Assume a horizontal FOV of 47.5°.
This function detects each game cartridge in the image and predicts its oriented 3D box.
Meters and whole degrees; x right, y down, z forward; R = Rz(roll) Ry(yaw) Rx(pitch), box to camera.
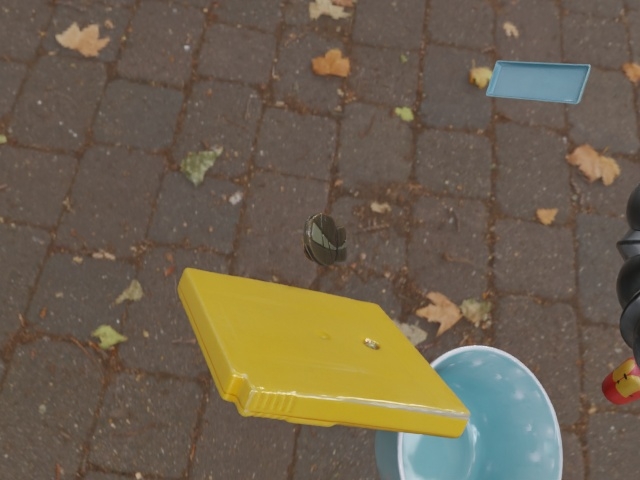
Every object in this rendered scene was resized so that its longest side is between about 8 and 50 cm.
[{"bbox_3d":[-0.005,0.144,0.950,0.323,0.053,0.285,12,19,-27],"label":"game cartridge"}]

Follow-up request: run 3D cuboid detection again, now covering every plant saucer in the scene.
[{"bbox_3d":[0.371,-0.271,1.246,0.018,0.192,0.067,16,93,-39],"label":"plant saucer"}]

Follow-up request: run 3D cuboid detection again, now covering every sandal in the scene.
[{"bbox_3d":[0.000,0.000,1.294,0.060,0.219,0.090,1,89,15],"label":"sandal"}]

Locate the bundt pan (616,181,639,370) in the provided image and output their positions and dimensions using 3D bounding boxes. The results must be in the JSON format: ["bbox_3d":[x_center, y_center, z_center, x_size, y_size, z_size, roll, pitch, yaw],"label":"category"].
[{"bbox_3d":[0.356,0.005,0.621,0.124,0.331,0.331,10,58,0],"label":"bundt pan"}]

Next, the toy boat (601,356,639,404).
[{"bbox_3d":[0.559,0.266,1.019,0.318,0.148,0.267,38,50,4],"label":"toy boat"}]

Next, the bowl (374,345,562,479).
[{"bbox_3d":[0.209,0.328,1.145,0.311,0.163,0.312,7,74,-27],"label":"bowl"}]
